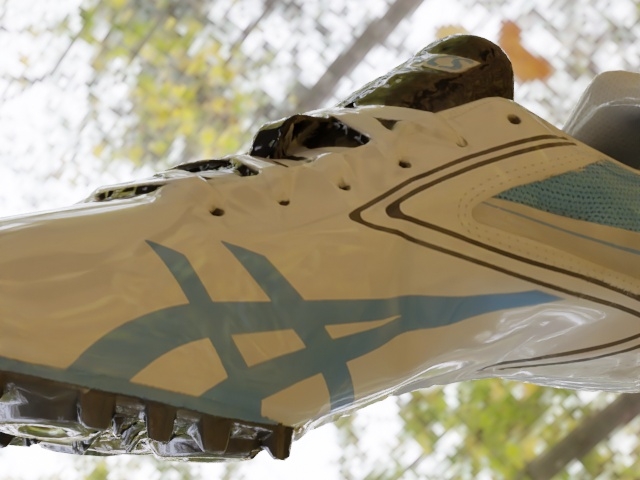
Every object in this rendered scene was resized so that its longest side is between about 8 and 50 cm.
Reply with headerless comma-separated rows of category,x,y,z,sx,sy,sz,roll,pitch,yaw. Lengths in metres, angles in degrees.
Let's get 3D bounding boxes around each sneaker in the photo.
sneaker,0.000,0.000,0.401,0.237,0.085,0.086,-5,-89,-43
